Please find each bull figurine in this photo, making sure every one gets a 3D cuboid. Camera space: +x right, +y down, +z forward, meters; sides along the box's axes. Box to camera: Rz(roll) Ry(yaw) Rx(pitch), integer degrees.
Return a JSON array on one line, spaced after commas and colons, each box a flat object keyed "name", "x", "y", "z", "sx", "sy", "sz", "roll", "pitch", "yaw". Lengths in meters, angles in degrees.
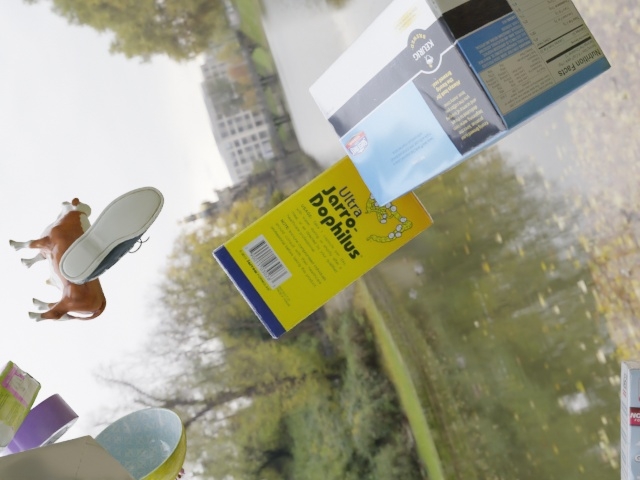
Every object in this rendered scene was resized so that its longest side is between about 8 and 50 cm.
[{"name": "bull figurine", "x": -0.594, "y": 0.046, "z": 1.909, "sx": 0.101, "sy": 0.188, "sz": 0.310, "roll": 85, "pitch": 165, "yaw": -68}]

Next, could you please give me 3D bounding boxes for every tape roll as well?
[{"name": "tape roll", "x": -0.678, "y": 0.459, "z": 1.991, "sx": 0.080, "sy": 0.189, "sz": 0.189, "roll": 47, "pitch": 178, "yaw": 3}]

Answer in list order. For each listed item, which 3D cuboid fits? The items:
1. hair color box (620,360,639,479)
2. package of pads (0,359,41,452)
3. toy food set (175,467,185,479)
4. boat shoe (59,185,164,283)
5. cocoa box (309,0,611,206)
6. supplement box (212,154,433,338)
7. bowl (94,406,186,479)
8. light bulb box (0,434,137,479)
[{"name": "hair color box", "x": 0.585, "y": 0.404, "z": 1.443, "sx": 0.185, "sy": 0.114, "sz": 0.374, "roll": 13, "pitch": -103, "yaw": -74}, {"name": "package of pads", "x": -0.704, "y": 0.393, "z": 1.702, "sx": 0.101, "sy": 0.229, "sz": 0.296, "roll": 45, "pitch": -172, "yaw": -14}, {"name": "toy food set", "x": -0.436, "y": 0.678, "z": 2.444, "sx": 0.019, "sy": 0.078, "sz": 0.122, "roll": -65, "pitch": -6, "yaw": -49}, {"name": "boat shoe", "x": -0.412, "y": -0.007, "z": 1.683, "sx": 0.095, "sy": 0.254, "sz": 0.079, "roll": 41, "pitch": 175, "yaw": 12}, {"name": "cocoa box", "x": 0.187, "y": -0.234, "z": 1.209, "sx": 0.228, "sy": 0.231, "sz": 0.347, "roll": 59, "pitch": 152, "yaw": 0}, {"name": "supplement box", "x": 0.000, "y": 0.000, "z": 1.554, "sx": 0.195, "sy": 0.356, "sz": 0.194, "roll": 54, "pitch": 175, "yaw": 0}, {"name": "bowl", "x": -0.474, "y": 0.603, "z": 2.225, "sx": 0.289, "sy": 0.289, "sz": 0.156, "roll": -109, "pitch": -1, "yaw": -62}, {"name": "light bulb box", "x": -0.528, "y": 0.576, "z": 1.443, "sx": 0.225, "sy": 0.361, "sz": 0.358, "roll": 31, "pitch": -161, "yaw": 33}]
